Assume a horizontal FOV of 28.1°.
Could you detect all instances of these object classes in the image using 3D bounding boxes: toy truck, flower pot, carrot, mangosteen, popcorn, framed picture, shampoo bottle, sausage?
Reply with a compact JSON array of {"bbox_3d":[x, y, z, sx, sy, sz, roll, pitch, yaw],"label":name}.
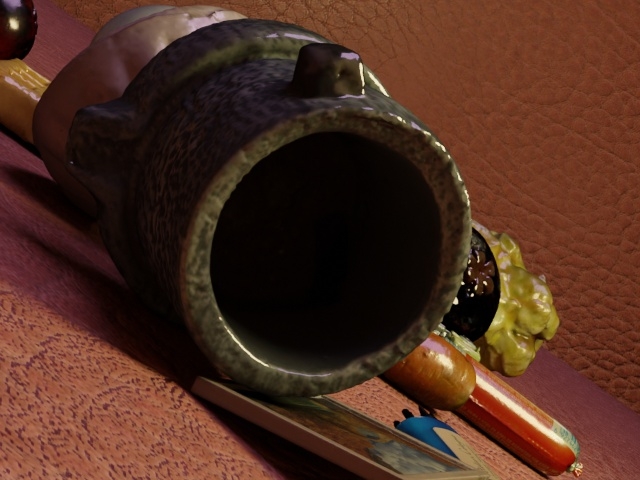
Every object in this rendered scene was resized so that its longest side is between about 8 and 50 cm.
[{"bbox_3d":[0.149,0.142,1.827,0.169,0.077,0.100,37,2,-2],"label":"toy truck"},{"bbox_3d":[-0.056,-0.042,1.051,0.299,0.299,0.283,33,6,-28],"label":"flower pot"},{"bbox_3d":[0.100,0.135,1.552,0.193,0.087,0.087,33,6,-12],"label":"carrot"},{"bbox_3d":[-0.441,-0.288,1.677,0.140,0.140,0.140,36,5,-4],"label":"mangosteen"},{"bbox_3d":[0.282,0.106,2.206,0.276,0.226,0.276,17,39,-14],"label":"popcorn"},{"bbox_3d":[0.025,0.156,1.018,0.184,0.016,0.250,23,1,23],"label":"framed picture"},{"bbox_3d":[0.165,0.064,1.989,0.243,0.243,0.243,36,5,-4],"label":"mangosteen"},{"bbox_3d":[0.124,0.213,1.176,0.087,0.050,0.183,25,10,-31],"label":"shampoo bottle"},{"bbox_3d":[0.241,0.229,1.679,0.264,0.083,0.083,37,5,-4],"label":"sausage"}]

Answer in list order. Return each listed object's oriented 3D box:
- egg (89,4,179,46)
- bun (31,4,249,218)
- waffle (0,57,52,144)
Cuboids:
[{"bbox_3d":[-0.151,-0.158,1.709,0.371,0.230,0.230,40,4,-19],"label":"egg"},{"bbox_3d":[-0.132,-0.086,1.249,0.263,0.263,0.175,27,31,-60],"label":"bun"},{"bbox_3d":[-0.284,-0.122,1.477,0.247,0.055,0.221,36,5,-10],"label":"waffle"}]
